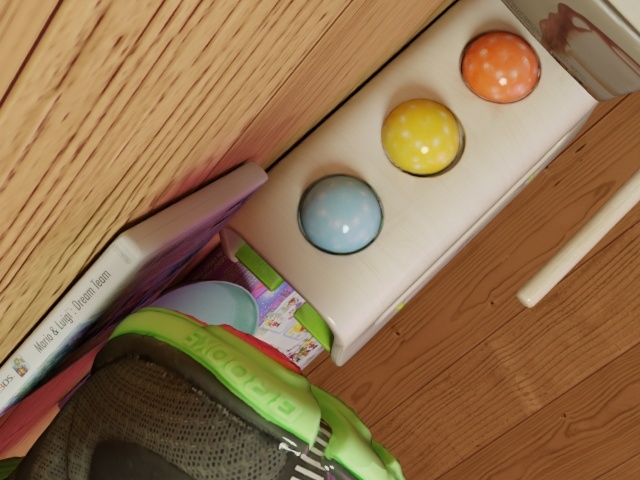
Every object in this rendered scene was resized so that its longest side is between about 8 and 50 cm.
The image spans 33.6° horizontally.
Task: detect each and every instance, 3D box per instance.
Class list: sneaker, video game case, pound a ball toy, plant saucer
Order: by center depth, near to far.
[{"bbox_3d":[-0.129,0.195,0.567,0.483,0.185,0.202,-39,-164,44],"label":"sneaker"},{"bbox_3d":[-0.106,0.024,0.587,0.143,0.019,0.157,-44,179,26],"label":"video game case"},{"bbox_3d":[0.112,-0.044,0.754,0.319,0.208,0.136,-42,167,-14],"label":"pound a ball toy"},{"bbox_3d":[-0.106,0.071,0.830,0.119,0.021,0.119,-20,138,-19],"label":"plant saucer"}]

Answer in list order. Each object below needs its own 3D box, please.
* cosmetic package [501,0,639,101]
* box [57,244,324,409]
[{"bbox_3d":[0.179,-0.171,0.567,0.153,0.129,0.296,-43,178,11],"label":"cosmetic package"},{"bbox_3d":[-0.069,0.082,0.964,0.293,0.057,0.201,-44,154,8],"label":"box"}]
